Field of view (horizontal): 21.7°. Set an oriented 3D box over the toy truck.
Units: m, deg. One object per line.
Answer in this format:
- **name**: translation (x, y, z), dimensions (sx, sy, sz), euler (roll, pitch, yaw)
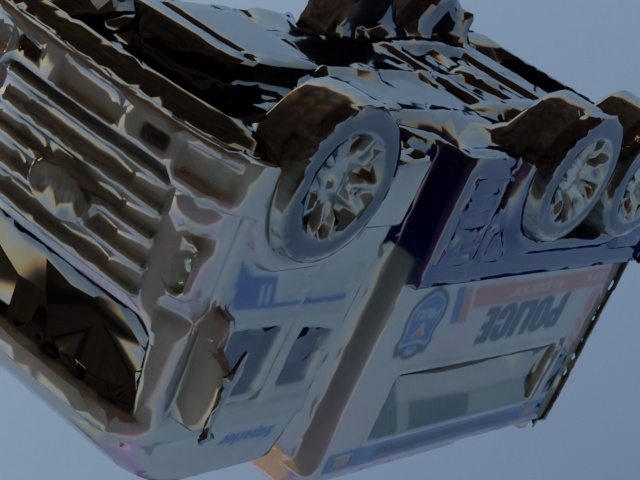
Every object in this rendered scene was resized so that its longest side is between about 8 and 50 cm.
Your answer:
- **toy truck**: translation (0.000, 0.000, 0.538), dimensions (0.124, 0.268, 0.155), euler (35, -68, 29)
